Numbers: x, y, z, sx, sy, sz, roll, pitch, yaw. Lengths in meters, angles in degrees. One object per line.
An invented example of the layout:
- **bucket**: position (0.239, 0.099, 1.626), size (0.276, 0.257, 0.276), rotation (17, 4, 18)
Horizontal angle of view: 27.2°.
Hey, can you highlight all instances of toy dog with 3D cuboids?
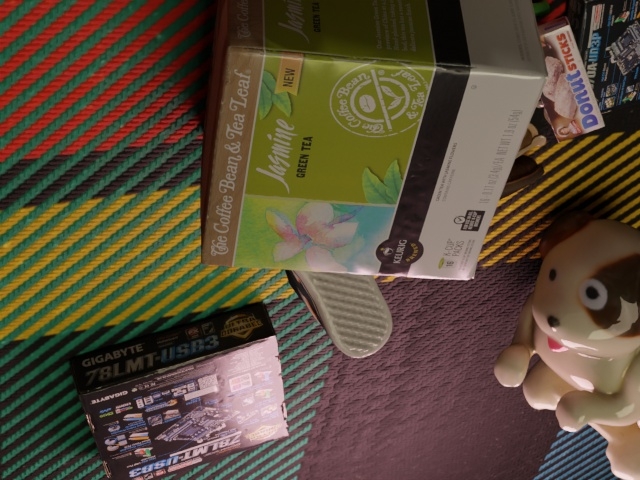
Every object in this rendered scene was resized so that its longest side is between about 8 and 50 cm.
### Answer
- **toy dog**: position (0.460, 0.132, 2.029), size (0.395, 0.284, 0.408), rotation (-39, 143, -1)

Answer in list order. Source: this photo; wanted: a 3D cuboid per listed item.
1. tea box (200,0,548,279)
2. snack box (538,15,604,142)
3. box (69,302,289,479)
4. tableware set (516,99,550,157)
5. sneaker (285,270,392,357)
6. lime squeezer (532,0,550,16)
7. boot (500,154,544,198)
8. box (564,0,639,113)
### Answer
- **tea box**: position (0.039, -0.144, 1.447), size (0.324, 0.220, 0.329), rotation (4, 139, -7)
- **snack box**: position (0.301, -0.198, 1.647), size (0.064, 0.022, 0.178), rotation (-20, 134, 12)
- **box**: position (-0.201, 0.241, 1.977), size (0.296, 0.073, 0.293), rotation (-17, 144, -9)
- **tableware set**: position (0.263, -0.176, 1.699), size (0.141, 0.020, 0.169), rotation (-29, 127, 28)
- **sneaker**: position (0.000, 0.000, 1.758), size (0.126, 0.127, 0.321), rotation (-22, 119, -12)
- **lime squeezer**: position (0.128, -0.248, 1.576), size (0.310, 0.059, 0.110), rotation (-23, 176, -1)
- **boot**: position (0.182, -0.091, 1.747), size (0.305, 0.115, 0.112), rotation (-16, 170, -43)
- **box**: position (0.396, -0.260, 1.688), size (0.175, 0.051, 0.220), rotation (-16, 143, -8)
